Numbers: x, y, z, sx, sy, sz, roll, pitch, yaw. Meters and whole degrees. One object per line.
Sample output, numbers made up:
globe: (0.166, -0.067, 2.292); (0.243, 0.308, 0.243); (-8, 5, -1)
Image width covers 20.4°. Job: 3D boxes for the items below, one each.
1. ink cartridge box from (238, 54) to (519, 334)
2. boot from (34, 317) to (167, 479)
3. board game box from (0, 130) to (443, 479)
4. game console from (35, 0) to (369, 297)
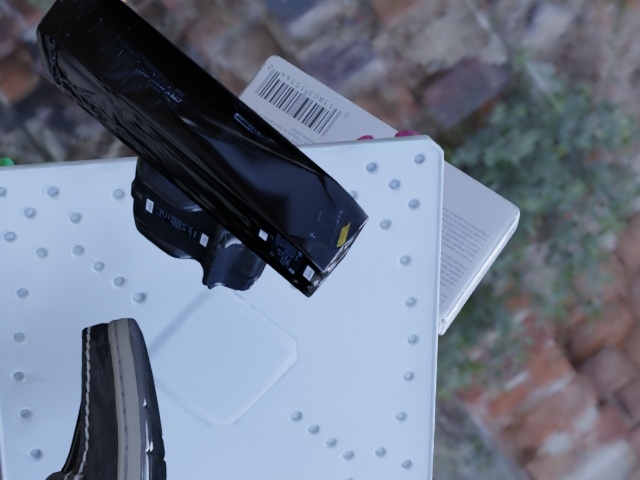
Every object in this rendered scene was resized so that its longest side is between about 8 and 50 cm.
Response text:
ink cartridge box: (0.000, 0.000, 1.727); (0.261, 0.296, 0.066); (-53, 168, -16)
boot: (-0.266, 0.247, 1.393); (0.284, 0.377, 0.138); (0, 172, 2)
board game box: (-0.092, 0.093, 1.568); (0.390, 0.390, 0.050); (-5, -153, -9)
game console: (-0.082, -0.038, 1.119); (0.044, 0.213, 0.361); (-49, 178, -13)
